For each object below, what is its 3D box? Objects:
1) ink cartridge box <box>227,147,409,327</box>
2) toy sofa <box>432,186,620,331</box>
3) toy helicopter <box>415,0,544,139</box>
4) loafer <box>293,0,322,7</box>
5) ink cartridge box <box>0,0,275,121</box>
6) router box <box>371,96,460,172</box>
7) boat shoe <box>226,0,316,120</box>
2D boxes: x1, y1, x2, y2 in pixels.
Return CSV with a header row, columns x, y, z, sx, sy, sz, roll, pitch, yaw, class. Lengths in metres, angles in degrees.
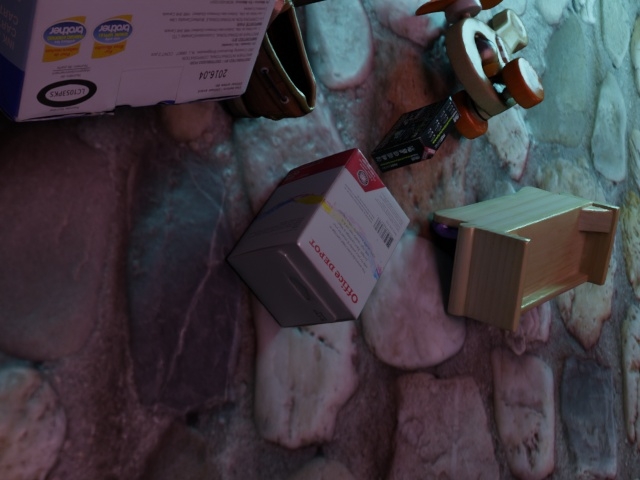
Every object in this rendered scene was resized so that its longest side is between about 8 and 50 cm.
x,y,z,sx,sy,sz,roll,pitch,yaw,class
0.000,0.000,1.001,0.128,0.127,0.176,53,47,-24,ink cartridge box
0.338,0.019,1.363,0.363,0.177,0.150,-15,116,-47,toy sofa
0.291,-0.346,1.427,0.235,0.140,0.355,55,36,-10,toy helicopter
-0.009,-0.479,1.051,0.130,0.134,0.365,0,106,-28,loafer
-0.168,-0.265,0.727,0.270,0.395,0.151,-17,49,-45,ink cartridge box
0.143,-0.157,1.220,0.038,0.092,0.122,57,47,-21,router box
-0.073,-0.281,0.937,0.110,0.105,0.307,-57,143,-39,boat shoe
